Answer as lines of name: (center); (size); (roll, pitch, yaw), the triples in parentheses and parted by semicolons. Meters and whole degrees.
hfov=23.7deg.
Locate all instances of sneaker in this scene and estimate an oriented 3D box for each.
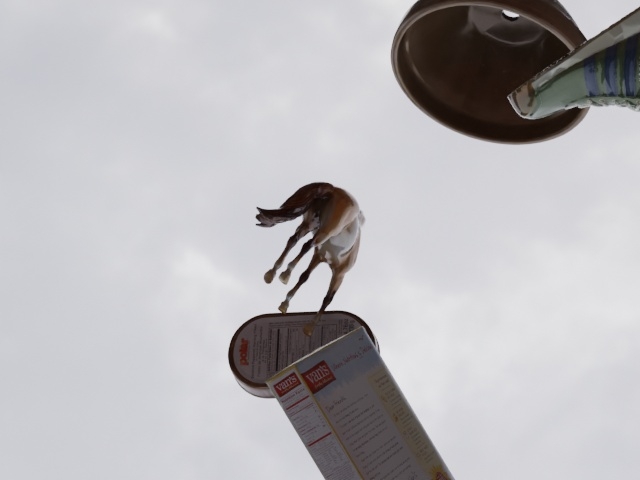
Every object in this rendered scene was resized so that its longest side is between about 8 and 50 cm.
sneaker: (0.235, -0.122, 1.156); (0.086, 0.192, 0.064); (58, -143, 0)

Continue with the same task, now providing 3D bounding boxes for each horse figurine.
horse figurine: (0.000, 0.000, 1.803); (0.066, 0.263, 0.174); (26, -107, 22)

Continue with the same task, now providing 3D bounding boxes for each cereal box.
cereal box: (0.056, 0.216, 1.573); (0.240, 0.047, 0.173); (59, -153, 6)

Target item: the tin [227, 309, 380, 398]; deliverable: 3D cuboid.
tin: (-0.022, 0.139, 1.886); (0.189, 0.040, 0.106); (-4, -121, 11)

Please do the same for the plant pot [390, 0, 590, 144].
plant pot: (0.206, -0.225, 1.748); (0.237, 0.237, 0.110); (16, -124, 6)
